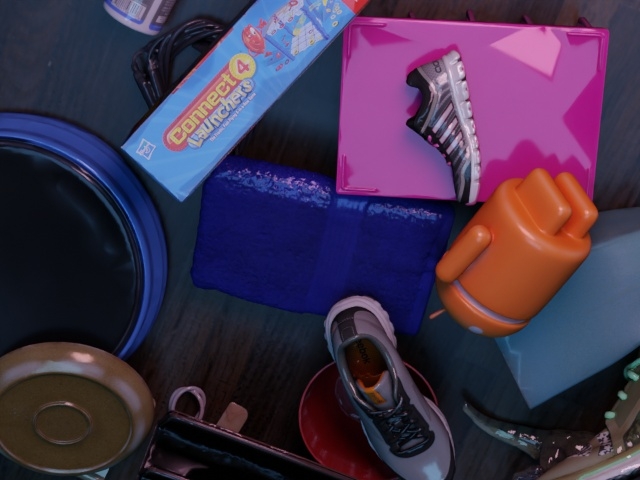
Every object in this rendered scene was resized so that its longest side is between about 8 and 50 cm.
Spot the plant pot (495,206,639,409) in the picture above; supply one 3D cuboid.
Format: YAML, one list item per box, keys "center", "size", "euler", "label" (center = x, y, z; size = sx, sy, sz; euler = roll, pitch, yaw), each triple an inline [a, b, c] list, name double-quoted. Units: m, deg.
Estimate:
- center: [0.319, 0.062, 1.674]
  size: [0.234, 0.165, 0.165]
  euler: [-26, 104, 7]
  label: "plant pot"

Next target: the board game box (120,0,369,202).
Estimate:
- center: [-0.083, -0.197, 1.511]
  size: [0.086, 0.308, 0.302]
  euler: [43, 93, -10]
  label: "board game box"

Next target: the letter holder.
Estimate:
- center: [-0.081, 0.340, 1.717]
  size: [0.302, 0.214, 0.152]
  euler: [22, 74, -7]
  label: "letter holder"

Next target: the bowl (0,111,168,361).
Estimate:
- center: [-0.396, 0.029, 1.759]
  size: [0.391, 0.077, 0.391]
  euler: [1, 107, 4]
  label: "bowl"

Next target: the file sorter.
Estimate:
- center: [0.172, -0.167, 1.597]
  size: [0.291, 0.182, 0.202]
  euler: [3, 107, 3]
  label: "file sorter"

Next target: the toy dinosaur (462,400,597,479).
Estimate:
- center: [0.307, 0.297, 1.797]
  size: [0.268, 0.064, 0.118]
  euler: [13, 92, 0]
  label: "toy dinosaur"

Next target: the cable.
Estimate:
- center: [-0.141, -0.181, 1.694]
  size: [0.150, 0.047, 0.184]
  euler: [-25, 101, 6]
  label: "cable"

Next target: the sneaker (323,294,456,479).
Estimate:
- center: [0.082, 0.202, 1.658]
  size: [0.100, 0.108, 0.271]
  euler: [-27, 105, 10]
  label: "sneaker"

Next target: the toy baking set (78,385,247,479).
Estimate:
- center: [-0.228, 0.287, 1.852]
  size: [0.256, 0.030, 0.197]
  euler: [2, 108, 4]
  label: "toy baking set"

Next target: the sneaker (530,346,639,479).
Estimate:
- center: [0.434, 0.204, 1.721]
  size: [0.410, 0.182, 0.158]
  euler: [-30, 146, 6]
  label: "sneaker"

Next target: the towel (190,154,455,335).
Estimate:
- center: [0.000, 0.000, 1.691]
  size: [0.308, 0.076, 0.227]
  euler: [12, 133, -2]
  label: "towel"

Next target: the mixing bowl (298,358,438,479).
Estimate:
- center: [0.064, 0.213, 1.770]
  size: [0.181, 0.098, 0.181]
  euler: [1, 108, 3]
  label: "mixing bowl"

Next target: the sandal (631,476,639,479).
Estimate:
- center: [0.311, 0.445, 1.737]
  size: [0.167, 0.107, 0.446]
  euler: [12, 137, -31]
  label: "sandal"

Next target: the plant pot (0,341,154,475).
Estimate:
- center: [-0.337, 0.231, 1.775]
  size: [0.236, 0.032, 0.236]
  euler: [-1, 127, -1]
  label: "plant pot"

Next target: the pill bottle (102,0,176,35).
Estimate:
- center: [-0.199, -0.324, 1.630]
  size: [0.078, 0.078, 0.137]
  euler: [30, 107, -5]
  label: "pill bottle"

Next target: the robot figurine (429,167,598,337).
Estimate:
- center: [0.214, 0.020, 1.505]
  size: [0.128, 0.158, 0.219]
  euler: [38, 123, 3]
  label: "robot figurine"

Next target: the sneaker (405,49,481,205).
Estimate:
- center: [0.133, -0.119, 1.486]
  size: [0.075, 0.063, 0.170]
  euler: [-11, 100, 6]
  label: "sneaker"
